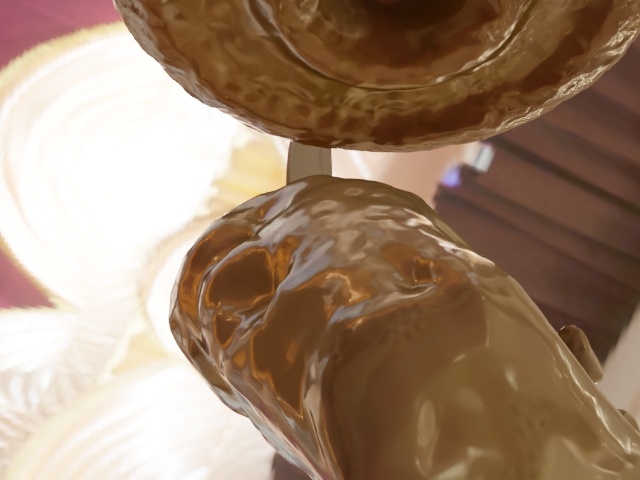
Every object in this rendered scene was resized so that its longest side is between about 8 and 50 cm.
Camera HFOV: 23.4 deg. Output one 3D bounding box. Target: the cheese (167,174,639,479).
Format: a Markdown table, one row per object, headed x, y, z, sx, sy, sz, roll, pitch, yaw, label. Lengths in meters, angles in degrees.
| x | y | z | sx | sy | sz | roll | pitch | yaw | label |
| --- | --- | --- | --- | --- | --- | --- | --- | --- | --- |
| 0.068 | 0.094 | 0.474 | 0.093 | 0.263 | 0.159 | -40 | -156 | -4 | cheese |

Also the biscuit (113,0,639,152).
| x | y | z | sx | sy | sz | roll | pitch | yaw | label |
| --- | --- | --- | --- | --- | --- | --- | --- | --- | --- |
| 0.015 | -0.126 | 0.754 | 0.213 | 0.274 | 0.091 | -45 | -145 | 42 | biscuit |

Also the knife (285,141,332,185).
| x | y | z | sx | sy | sz | roll | pitch | yaw | label |
| --- | --- | --- | --- | --- | --- | --- | --- | --- | --- |
| -0.001 | -0.001 | 0.868 | 0.032 | 0.058 | 0.244 | -28 | -133 | 26 | knife |
